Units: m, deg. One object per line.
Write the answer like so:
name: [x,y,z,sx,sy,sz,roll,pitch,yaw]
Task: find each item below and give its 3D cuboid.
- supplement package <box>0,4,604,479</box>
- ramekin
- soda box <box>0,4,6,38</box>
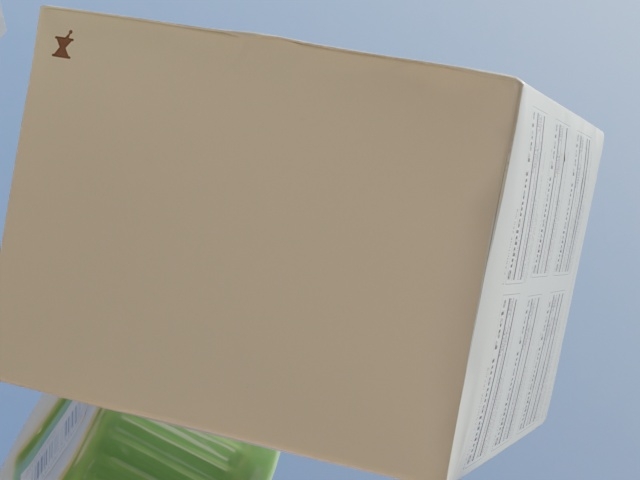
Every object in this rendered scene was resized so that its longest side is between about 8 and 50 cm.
supplement package: [0.000,0.000,0.618,0.194,0.203,0.149,11,-87,18]
ramekin: [-0.172,0.204,1.245,0.303,0.148,0.303,-50,-162,24]
soda box: [-0.435,-0.142,1.449,0.098,0.091,0.286,32,-106,1]
